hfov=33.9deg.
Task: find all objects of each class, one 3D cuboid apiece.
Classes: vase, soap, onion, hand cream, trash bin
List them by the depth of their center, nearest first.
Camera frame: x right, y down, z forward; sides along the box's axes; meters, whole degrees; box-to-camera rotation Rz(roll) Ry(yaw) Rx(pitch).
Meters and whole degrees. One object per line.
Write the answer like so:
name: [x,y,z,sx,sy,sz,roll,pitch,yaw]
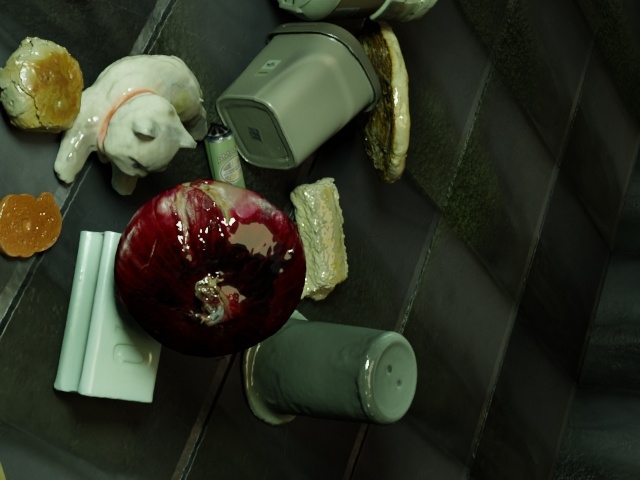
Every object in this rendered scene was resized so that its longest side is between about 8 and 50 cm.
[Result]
onion: [-0.165,0.057,1.651,0.314,0.314,0.232,57,8,-37]
soap: [-0.337,0.128,1.747,0.160,0.087,0.265,19,76,-51]
hand cream: [-0.172,-0.113,1.991,0.086,0.055,0.235,-38,127,-42]
trash bin: [-0.050,-0.275,2.025,0.250,0.220,0.219,-49,127,-31]
vase: [0.026,0.265,2.066,0.245,0.291,0.245,-7,99,-52]

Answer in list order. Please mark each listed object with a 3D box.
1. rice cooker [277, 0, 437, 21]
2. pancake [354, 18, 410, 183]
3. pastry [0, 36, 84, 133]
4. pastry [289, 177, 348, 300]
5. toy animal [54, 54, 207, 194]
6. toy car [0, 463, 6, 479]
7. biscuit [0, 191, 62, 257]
rice cooker: [0.080,-0.583,2.026,0.325,0.335,0.335,-9,99,-31]
pancake: [0.122,-0.286,2.186,0.065,0.356,0.356,-7,98,-15]
pastry: [-0.429,-0.235,1.621,0.153,0.081,0.153,7,81,-52]
pastry: [-0.005,-0.001,2.186,0.121,0.089,0.258,-5,92,-40]
toy animal: [-0.261,-0.204,1.772,0.308,0.188,0.266,19,67,-48]
toy car: [-0.533,0.287,1.486,0.124,0.101,0.257,-37,121,-51]
biscuit: [-0.459,-0.025,1.638,0.130,0.019,0.102,-19,107,-51]
